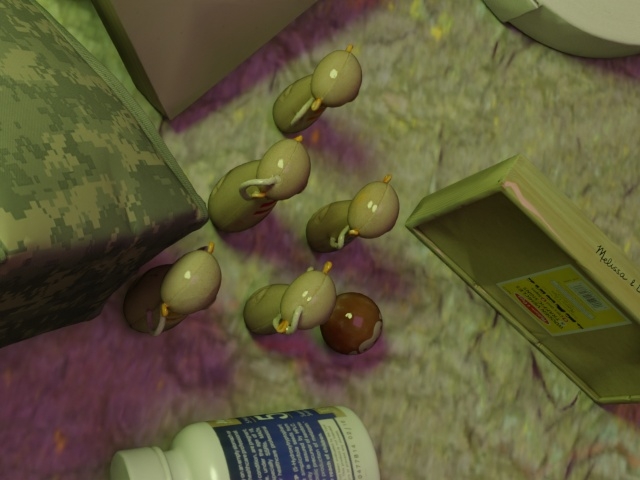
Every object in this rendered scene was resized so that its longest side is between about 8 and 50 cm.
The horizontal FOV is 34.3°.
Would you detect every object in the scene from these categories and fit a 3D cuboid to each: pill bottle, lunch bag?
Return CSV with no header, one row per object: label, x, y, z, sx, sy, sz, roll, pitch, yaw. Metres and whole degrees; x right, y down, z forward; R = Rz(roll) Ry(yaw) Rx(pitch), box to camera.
pill bottle,-0.059,0.190,0.788,0.186,0.112,0.112,-3,81,-25
lunch bag,-0.250,-0.075,0.658,0.287,0.169,0.235,56,23,7

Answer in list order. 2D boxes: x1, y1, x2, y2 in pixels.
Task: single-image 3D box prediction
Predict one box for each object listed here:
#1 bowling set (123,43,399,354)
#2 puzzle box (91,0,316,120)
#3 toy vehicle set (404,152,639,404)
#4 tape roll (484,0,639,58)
bowling set,0.000,0.000,0.828,0.200,0.154,0.287,37,68,-13
puzzle box,-0.008,-0.299,0.784,0.409,0.272,0.052,-41,66,-12
toy vehicle set,0.212,0.045,0.906,0.267,0.166,0.035,42,67,-11
tape roll,0.290,-0.379,1.052,0.391,0.072,0.392,1,88,-22
